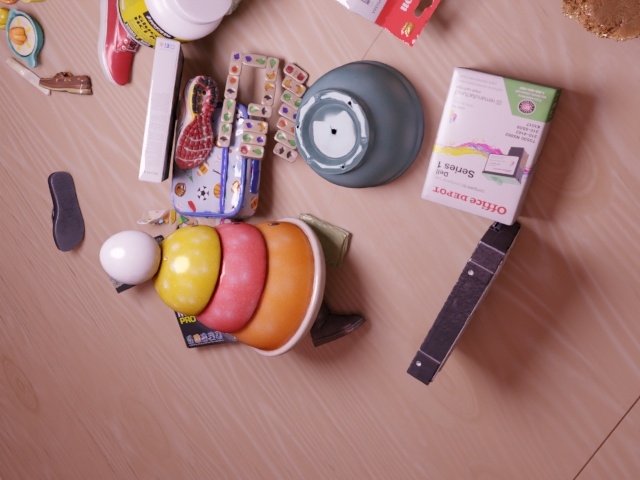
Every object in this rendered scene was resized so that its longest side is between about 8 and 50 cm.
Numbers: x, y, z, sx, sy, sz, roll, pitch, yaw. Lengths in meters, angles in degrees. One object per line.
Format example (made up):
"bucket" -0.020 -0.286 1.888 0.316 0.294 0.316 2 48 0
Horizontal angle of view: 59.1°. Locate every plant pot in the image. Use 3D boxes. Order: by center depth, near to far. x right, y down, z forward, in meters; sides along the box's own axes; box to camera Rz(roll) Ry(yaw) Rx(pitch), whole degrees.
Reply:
"plant pot" 0.060 -0.245 1.247 0.292 0.196 0.293 8 109 25

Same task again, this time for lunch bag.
"lunch bag" -0.256 -0.206 1.435 0.243 0.115 0.304 4 90 28

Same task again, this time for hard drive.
"hard drive" 0.310 0.123 1.206 0.064 0.237 0.339 29 115 16

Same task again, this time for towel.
"towel" 0.000 0.000 1.448 0.148 0.027 0.110 24 115 18

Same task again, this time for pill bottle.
"pill bottle" -0.331 -0.547 1.285 0.333 0.187 0.188 17 116 55

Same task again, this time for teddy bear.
"teddy bear" 0.572 -0.509 0.973 0.244 0.113 0.338 15 104 15

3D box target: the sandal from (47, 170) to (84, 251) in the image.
"sandal" -0.819 -0.092 1.808 0.054 0.097 0.255 1 96 39

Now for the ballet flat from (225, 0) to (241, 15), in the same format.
"ballet flat" -0.264 -0.662 1.367 0.077 0.091 0.241 -29 95 0

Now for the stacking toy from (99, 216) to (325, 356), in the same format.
"stacking toy" -0.257 0.071 1.297 0.350 0.479 0.351 -22 61 46

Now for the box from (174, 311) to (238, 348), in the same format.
"box" -0.308 0.191 1.643 0.269 0.060 0.217 -13 99 29

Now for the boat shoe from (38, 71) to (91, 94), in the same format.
"boat shoe" -0.756 -0.470 1.676 0.177 0.064 0.060 11 105 17

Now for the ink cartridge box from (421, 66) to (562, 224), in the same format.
"ink cartridge box" 0.345 -0.195 1.161 0.201 0.117 0.279 20 114 21

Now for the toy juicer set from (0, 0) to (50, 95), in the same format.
"toy juicer set" -0.915 -0.617 1.694 0.209 0.089 0.329 17 112 22

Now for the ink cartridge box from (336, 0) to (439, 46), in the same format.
"ink cartridge box" 0.130 -0.518 1.106 0.224 0.056 0.181 38 118 10

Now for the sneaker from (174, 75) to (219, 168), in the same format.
"sneaker" -0.306 -0.284 1.366 0.092 0.088 0.226 26 103 49

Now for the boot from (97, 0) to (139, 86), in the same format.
"boot" -0.501 -0.536 1.513 0.176 0.088 0.245 10 106 22

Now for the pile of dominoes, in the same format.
"pile of dominoes" -0.135 -0.318 1.338 0.195 0.040 0.252 8 89 -1

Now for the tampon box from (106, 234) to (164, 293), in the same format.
"tampon box" -0.540 0.070 1.689 0.160 0.120 0.102 -26 93 30

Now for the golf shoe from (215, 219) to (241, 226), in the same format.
"golf shoe" -0.251 -0.068 1.532 0.085 0.067 0.186 27 115 18

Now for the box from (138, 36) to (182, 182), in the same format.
"box" -0.382 -0.306 1.375 0.058 0.232 0.322 9 97 -12

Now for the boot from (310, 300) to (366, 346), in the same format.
"boot" -0.001 0.161 1.480 0.189 0.076 0.209 -27 85 28

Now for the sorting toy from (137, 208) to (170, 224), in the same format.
"sorting toy" -0.494 -0.062 1.653 0.083 0.075 0.045 -1 104 28

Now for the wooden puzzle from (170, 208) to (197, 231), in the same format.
"wooden puzzle" -0.394 -0.042 1.644 0.116 0.014 0.079 22 114 19
